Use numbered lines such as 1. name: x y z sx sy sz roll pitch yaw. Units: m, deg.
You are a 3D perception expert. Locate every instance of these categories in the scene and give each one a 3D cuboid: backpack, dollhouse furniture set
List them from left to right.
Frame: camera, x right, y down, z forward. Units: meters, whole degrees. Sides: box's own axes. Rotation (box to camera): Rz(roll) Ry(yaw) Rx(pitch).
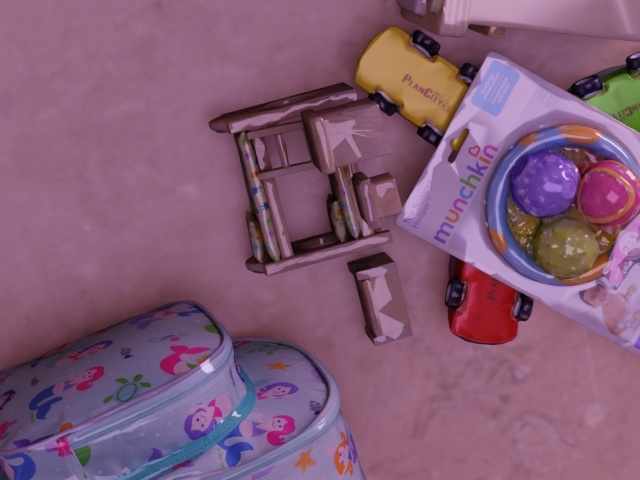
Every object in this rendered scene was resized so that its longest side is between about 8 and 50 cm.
1. backpack: -0.102 0.151 1.282 0.253 0.225 0.191 -15 107 -9
2. dollhouse furniture set: 0.000 0.000 1.299 0.101 0.161 0.182 -15 101 -5

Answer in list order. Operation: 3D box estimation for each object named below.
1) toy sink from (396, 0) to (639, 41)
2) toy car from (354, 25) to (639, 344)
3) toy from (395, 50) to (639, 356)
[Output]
1. toy sink: 0.123 -0.201 1.286 0.234 0.153 0.131 5 100 -10
2. toy car: 0.156 -0.070 1.364 0.225 0.053 0.239 -23 103 -4
3. toy: 0.189 -0.013 1.322 0.237 0.056 0.137 28 94 -13
